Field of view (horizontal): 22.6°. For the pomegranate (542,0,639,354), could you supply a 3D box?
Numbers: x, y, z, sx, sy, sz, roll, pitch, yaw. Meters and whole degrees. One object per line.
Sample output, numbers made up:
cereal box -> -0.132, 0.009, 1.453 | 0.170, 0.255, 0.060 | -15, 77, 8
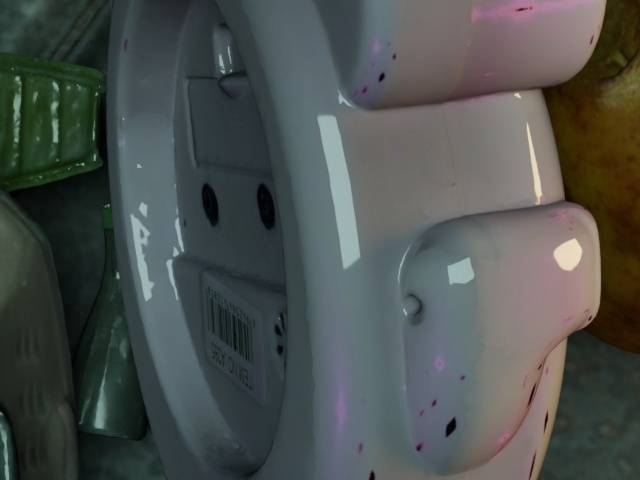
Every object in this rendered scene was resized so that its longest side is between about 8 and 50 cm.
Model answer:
pomegranate -> 0.176, -0.078, 0.678 | 0.264, 0.264, 0.264 | 0, 85, 1

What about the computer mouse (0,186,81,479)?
computer mouse -> -0.194, 0.103, 0.726 | 0.199, 0.115, 0.389 | 1, 84, 14

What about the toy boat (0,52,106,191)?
toy boat -> -0.246, -0.055, 0.773 | 0.293, 0.055, 0.093 | 1, 84, 1

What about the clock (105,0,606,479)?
clock -> 0.000, 0.000, 0.648 | 0.113, 0.295, 0.322 | -8, 99, -24

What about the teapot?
teapot -> -0.097, 0.039, 0.771 | 0.043, 0.043, 0.110 | 8, 83, 1
